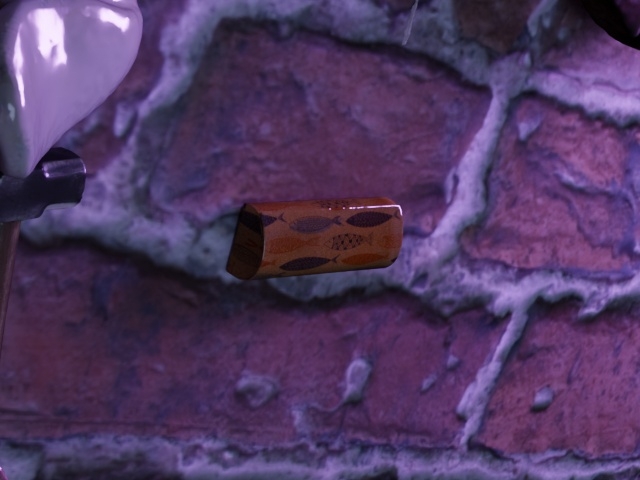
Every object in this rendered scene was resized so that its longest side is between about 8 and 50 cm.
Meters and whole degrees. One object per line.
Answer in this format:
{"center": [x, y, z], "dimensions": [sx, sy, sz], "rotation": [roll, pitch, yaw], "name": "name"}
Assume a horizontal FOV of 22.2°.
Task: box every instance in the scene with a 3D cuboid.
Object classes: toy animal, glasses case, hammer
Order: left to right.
{"center": [-0.235, -0.149, 0.946], "dimensions": [0.174, 0.249, 0.289], "rotation": [-39, -170, 28], "name": "toy animal"}
{"center": [-0.253, 0.102, 1.209], "dimensions": [0.111, 0.043, 0.365], "rotation": [-12, 124, -43], "name": "hammer"}
{"center": [0.000, 0.000, 1.400], "dimensions": [0.170, 0.041, 0.065], "rotation": [-4, 116, -44], "name": "glasses case"}

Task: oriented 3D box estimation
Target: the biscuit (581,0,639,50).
{"center": [0.361, -0.371, 1.504], "dimensions": [0.407, 0.091, 0.407], "rotation": [-27, 133, -34], "name": "biscuit"}

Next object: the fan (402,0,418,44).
{"center": [0.109, -0.309, 1.338], "dimensions": [0.182, 0.010, 0.310], "rotation": [3, 108, -46], "name": "fan"}

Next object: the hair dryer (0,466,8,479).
{"center": [-0.315, 0.065, 1.040], "dimensions": [0.125, 0.210, 0.352], "rotation": [-10, 96, -44], "name": "hair dryer"}
